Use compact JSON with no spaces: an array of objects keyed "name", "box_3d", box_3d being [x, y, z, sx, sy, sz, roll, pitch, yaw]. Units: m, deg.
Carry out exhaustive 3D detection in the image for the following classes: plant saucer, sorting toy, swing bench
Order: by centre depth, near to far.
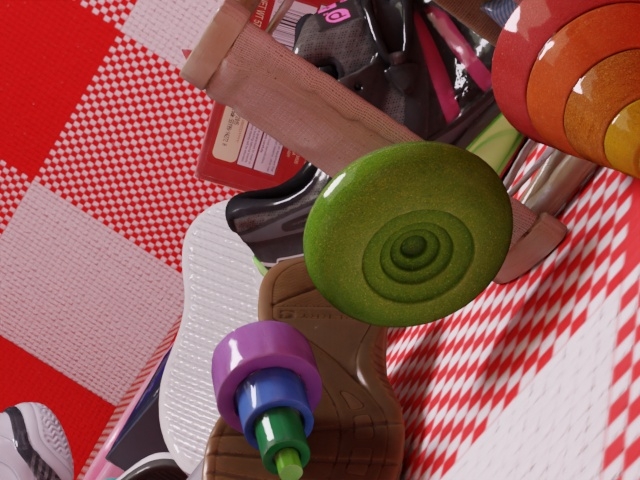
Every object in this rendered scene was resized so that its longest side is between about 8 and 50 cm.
[{"name":"sorting toy","box_3d":[0.080,0.011,0.869,0.365,0.127,0.126,-43,33,17]},{"name":"swing bench","box_3d":[0.075,-0.129,0.988,0.254,0.253,0.165,-56,6,16]},{"name":"plant saucer","box_3d":[-0.262,0.302,2.275,0.332,0.084,0.332,-56,5,8]}]

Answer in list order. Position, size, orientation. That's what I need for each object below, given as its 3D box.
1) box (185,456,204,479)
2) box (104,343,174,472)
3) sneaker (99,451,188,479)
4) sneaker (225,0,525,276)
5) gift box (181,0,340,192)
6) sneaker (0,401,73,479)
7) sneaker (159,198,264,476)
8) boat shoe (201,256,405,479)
[{"name":"box","box_3d":[-0.141,0.319,1.356,0.232,0.058,0.322,-53,6,35]},{"name":"box","box_3d":[-0.154,0.184,1.949,0.261,0.103,0.184,-49,13,52]},{"name":"sneaker","box_3d":[-0.211,0.307,1.706,0.295,0.124,0.178,-56,16,25]},{"name":"sneaker","box_3d":[0.091,-0.156,1.243,0.483,0.202,0.185,-57,7,3]},{"name":"gift box","box_3d":[0.003,-0.178,1.521,0.258,0.276,0.255,-80,11,-73]},{"name":"sneaker","box_3d":[-0.334,0.318,1.530,0.137,0.210,0.366,-60,40,38]},{"name":"sneaker","box_3d":[-0.073,0.124,1.642,0.135,0.150,0.366,-15,43,20]},{"name":"boat shoe","box_3d":[-0.008,0.145,1.035,0.342,0.123,0.123,-86,-3,-58]}]
